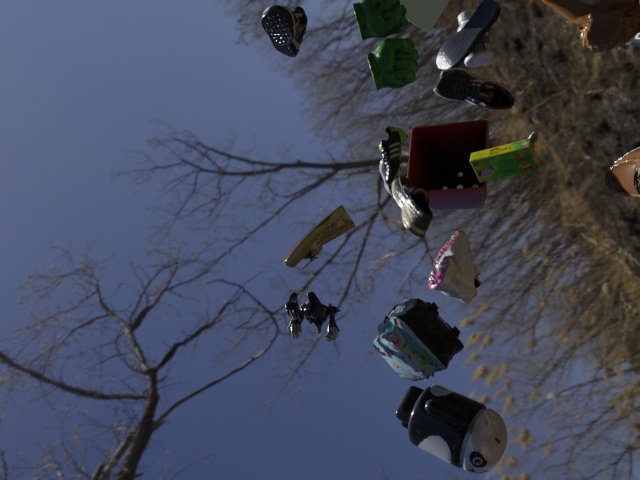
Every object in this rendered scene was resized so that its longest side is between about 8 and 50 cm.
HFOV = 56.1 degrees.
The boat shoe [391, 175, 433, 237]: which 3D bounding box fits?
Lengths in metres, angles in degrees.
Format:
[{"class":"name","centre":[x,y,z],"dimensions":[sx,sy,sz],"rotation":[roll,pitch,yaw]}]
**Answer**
[{"class":"boat shoe","centre":[0.237,-0.098,1.497],"dimensions":[0.080,0.073,0.224],"rotation":[26,-148,-23]}]

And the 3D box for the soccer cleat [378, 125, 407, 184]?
[{"class":"soccer cleat","centre":[0.195,-0.241,1.696],"dimensions":[0.072,0.060,0.179],"rotation":[18,-112,-11]}]

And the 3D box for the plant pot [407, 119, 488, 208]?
[{"class":"plant pot","centre":[0.473,-0.238,2.129],"dimensions":[0.236,0.267,0.267],"rotation":[46,-133,-56]}]

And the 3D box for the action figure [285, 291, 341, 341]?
[{"class":"action figure","centre":[-0.027,0.248,1.883],"dimensions":[0.276,0.164,0.141],"rotation":[56,-149,-67]}]

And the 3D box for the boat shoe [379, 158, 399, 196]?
[{"class":"boat shoe","centre":[0.320,-0.279,2.657],"dimensions":[0.076,0.083,0.226],"rotation":[61,178,34]}]

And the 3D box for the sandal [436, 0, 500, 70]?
[{"class":"sandal","centre":[0.458,-0.614,1.838],"dimensions":[0.054,0.254,0.097],"rotation":[7,-128,-39]}]

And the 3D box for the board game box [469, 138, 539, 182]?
[{"class":"board game box","centre":[0.555,-0.239,1.816],"dimensions":[0.092,0.181,0.043],"rotation":[52,-137,-33]}]

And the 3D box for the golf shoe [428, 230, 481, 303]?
[{"class":"golf shoe","centre":[0.411,0.080,1.779],"dimensions":[0.140,0.115,0.306],"rotation":[33,-143,1]}]

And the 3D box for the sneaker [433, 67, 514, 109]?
[{"class":"sneaker","centre":[0.333,-0.319,1.273],"dimensions":[0.178,0.072,0.077],"rotation":[6,-156,-9]}]

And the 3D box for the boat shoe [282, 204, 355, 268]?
[{"class":"boat shoe","centre":[0.000,0.000,1.884],"dimensions":[0.285,0.104,0.089],"rotation":[-42,-85,-26]}]

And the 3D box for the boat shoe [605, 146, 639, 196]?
[{"class":"boat shoe","centre":[0.694,-0.140,1.236],"dimensions":[0.111,0.104,0.307],"rotation":[68,162,-4]}]

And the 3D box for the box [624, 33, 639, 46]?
[{"class":"box","centre":[1.186,-0.683,1.877],"dimensions":[0.395,0.318,0.097],"rotation":[-134,26,-58]}]

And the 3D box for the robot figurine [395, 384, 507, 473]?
[{"class":"robot figurine","centre":[0.334,0.479,1.537],"dimensions":[0.209,0.278,0.174],"rotation":[-2,-74,-54]}]

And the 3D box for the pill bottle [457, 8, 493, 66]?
[{"class":"pill bottle","centre":[0.506,-0.669,1.983],"dimensions":[0.094,0.094,0.169],"rotation":[6,-109,-60]}]

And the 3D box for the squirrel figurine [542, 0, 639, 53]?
[{"class":"squirrel figurine","centre":[0.771,-0.726,1.624],"dimensions":[0.397,0.281,0.370],"rotation":[55,-136,-24]}]

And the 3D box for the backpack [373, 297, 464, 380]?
[{"class":"backpack","centre":[0.273,0.298,1.775],"dimensions":[0.225,0.191,0.253],"rotation":[46,166,2]}]

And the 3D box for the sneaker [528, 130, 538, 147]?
[{"class":"sneaker","centre":[0.739,-0.356,2.105],"dimensions":[0.083,0.031,0.037],"rotation":[87,-176,-54]}]

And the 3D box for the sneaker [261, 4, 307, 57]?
[{"class":"sneaker","centre":[-0.078,-0.517,1.414],"dimensions":[0.084,0.097,0.235],"rotation":[26,178,1]}]

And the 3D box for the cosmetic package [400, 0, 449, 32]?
[{"class":"cosmetic package","centre":[0.379,-0.856,1.851],"dimensions":[0.156,0.385,0.217],"rotation":[29,-153,-4]}]

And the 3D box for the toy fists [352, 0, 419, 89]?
[{"class":"toy fists","centre":[0.191,-0.569,1.692],"dimensions":[0.096,0.142,0.279],"rotation":[-32,-75,-81]}]
